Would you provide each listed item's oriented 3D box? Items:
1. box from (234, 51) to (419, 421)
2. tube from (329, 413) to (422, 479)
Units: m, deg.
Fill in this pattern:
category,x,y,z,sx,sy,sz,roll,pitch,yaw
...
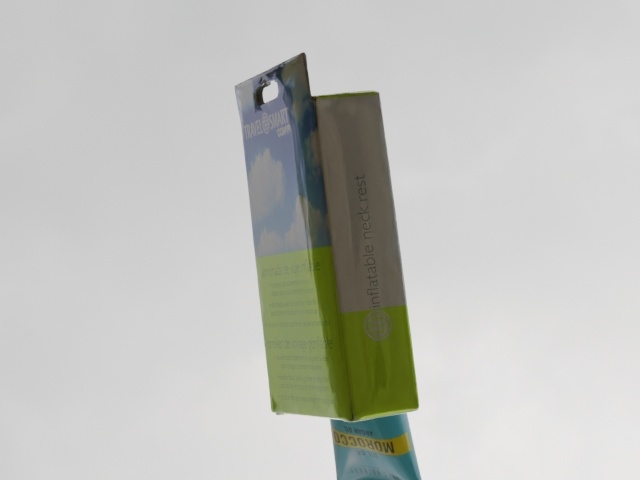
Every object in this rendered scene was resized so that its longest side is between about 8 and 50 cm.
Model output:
category,x,y,z,sx,sy,sz,roll,pitch,yaw
box,0.000,0.000,0.794,0.042,0.109,0.178,-6,-92,-23
tube,0.032,0.109,1.190,0.080,0.207,0.052,10,-148,36
